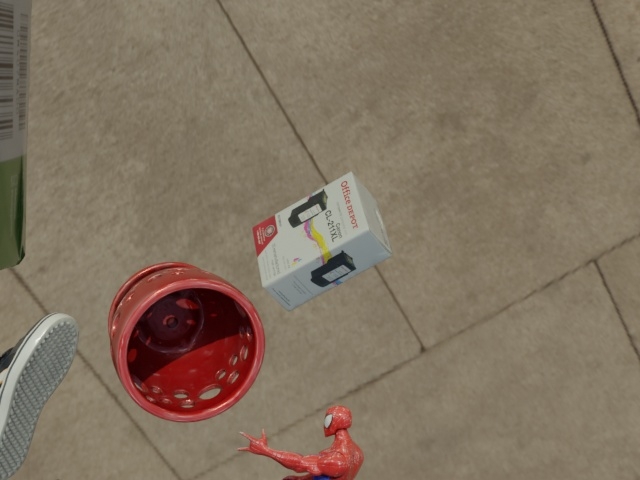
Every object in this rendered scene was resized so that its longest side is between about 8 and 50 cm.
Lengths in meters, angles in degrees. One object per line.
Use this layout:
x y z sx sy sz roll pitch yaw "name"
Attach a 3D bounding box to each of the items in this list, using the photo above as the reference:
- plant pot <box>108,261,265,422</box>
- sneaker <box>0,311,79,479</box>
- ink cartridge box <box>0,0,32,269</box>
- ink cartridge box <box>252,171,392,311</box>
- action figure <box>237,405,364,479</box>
-0.186 0.121 1.236 0.191 0.174 0.191 -5 105 -19 "plant pot"
-0.549 0.257 1.654 0.126 0.127 0.321 23 94 -61 "sneaker"
-0.208 -0.049 0.311 0.209 0.062 0.109 4 99 -1 "ink cartridge box"
0.000 0.000 1.325 0.175 0.127 0.072 -30 133 15 "ink cartridge box"
-0.031 0.319 1.070 0.139 0.091 0.280 12 91 22 "action figure"
